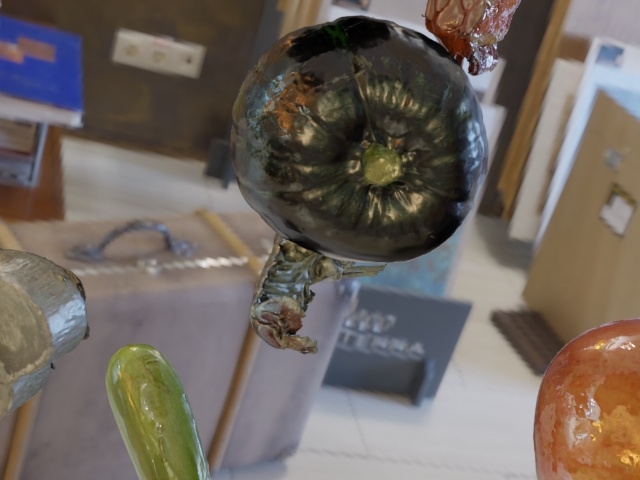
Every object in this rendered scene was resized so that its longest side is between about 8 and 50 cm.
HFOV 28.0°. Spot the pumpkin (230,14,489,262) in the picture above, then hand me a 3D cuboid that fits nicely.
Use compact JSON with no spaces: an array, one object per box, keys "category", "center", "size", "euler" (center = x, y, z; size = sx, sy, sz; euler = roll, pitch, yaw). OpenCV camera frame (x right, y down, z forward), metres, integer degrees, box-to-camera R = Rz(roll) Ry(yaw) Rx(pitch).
[{"category":"pumpkin","center":[0.042,-0.122,1.538],"size":[0.315,0.315,0.238],"euler":[11,26,-15]}]

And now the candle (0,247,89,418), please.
[{"category":"candle","center":[-0.317,0.074,1.224],"size":[0.168,0.192,0.068],"euler":[43,35,4]}]

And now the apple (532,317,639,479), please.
[{"category":"apple","center":[0.488,0.294,1.807],"size":[0.364,0.364,0.364],"euler":[15,26,-8]}]

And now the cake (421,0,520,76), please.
[{"category":"cake","center":[0.202,-0.336,1.585],"size":[0.098,0.287,0.135],"euler":[20,12,28]}]

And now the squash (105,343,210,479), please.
[{"category":"squash","center":[-0.231,0.333,1.969],"size":[0.118,0.118,0.371],"euler":[-14,79,-47]}]

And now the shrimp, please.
[{"category":"shrimp","center":[-0.002,-0.001,1.740],"size":[0.166,0.221,0.410],"euler":[-12,32,41]}]
